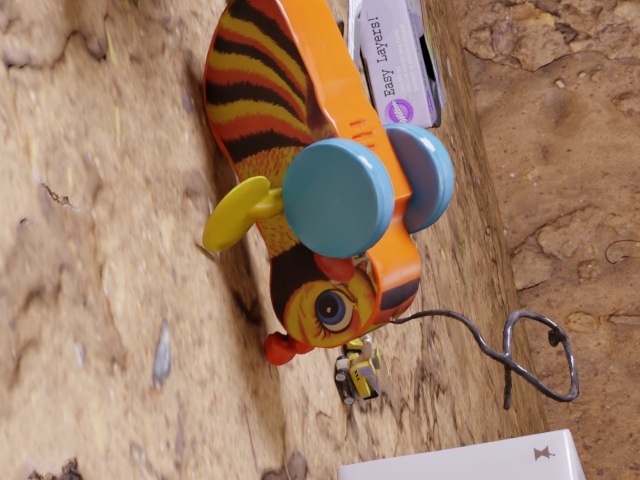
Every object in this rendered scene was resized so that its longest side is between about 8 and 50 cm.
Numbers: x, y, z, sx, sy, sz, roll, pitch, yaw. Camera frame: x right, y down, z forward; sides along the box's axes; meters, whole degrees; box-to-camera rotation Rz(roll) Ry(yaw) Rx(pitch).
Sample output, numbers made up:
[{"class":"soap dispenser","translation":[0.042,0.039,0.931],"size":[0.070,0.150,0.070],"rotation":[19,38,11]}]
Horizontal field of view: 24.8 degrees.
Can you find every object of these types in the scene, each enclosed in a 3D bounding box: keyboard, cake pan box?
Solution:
[{"class":"keyboard","translation":[0.025,-0.136,1.265],"size":[0.256,0.014,0.072],"rotation":[87,10,-76]},{"class":"cake pan box","translation":[0.088,-0.260,1.745],"size":[0.246,0.070,0.267],"rotation":[-45,123,-75]}]

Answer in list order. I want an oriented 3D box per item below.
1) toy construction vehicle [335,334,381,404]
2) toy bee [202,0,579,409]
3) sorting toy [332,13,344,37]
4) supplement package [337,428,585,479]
[{"class":"toy construction vehicle","translation":[0.030,0.082,1.163],"size":[0.086,0.035,0.098],"rotation":[-84,159,-58]},{"class":"toy bee","translation":[0.000,0.000,0.894],"size":[0.195,0.162,0.298],"rotation":[10,50,-45]},{"class":"sorting toy","translation":[-0.040,-0.217,1.100],"size":[0.348,0.047,0.196],"rotation":[-85,154,-64]},{"class":"supplement package","translation":[0.133,0.292,1.093],"size":[0.293,0.175,0.177],"rotation":[64,19,-52]}]
